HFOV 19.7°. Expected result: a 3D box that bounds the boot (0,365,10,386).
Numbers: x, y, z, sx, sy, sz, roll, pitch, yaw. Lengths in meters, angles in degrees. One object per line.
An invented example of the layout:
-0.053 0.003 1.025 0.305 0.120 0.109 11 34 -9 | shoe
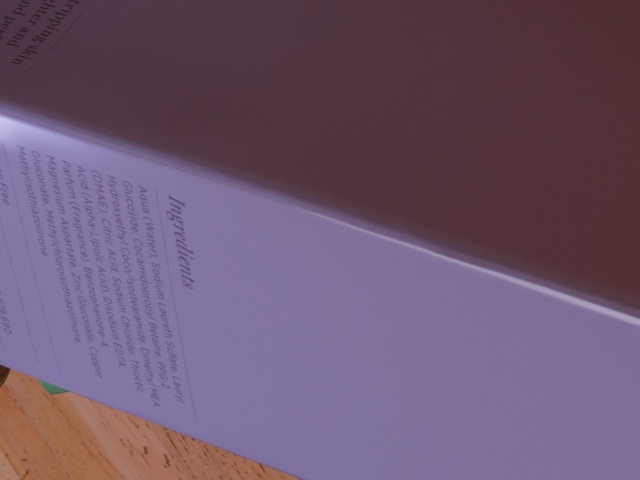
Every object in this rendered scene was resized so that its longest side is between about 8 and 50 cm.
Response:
-0.244 -0.031 0.985 0.262 0.095 0.203 45 141 -5 | boot

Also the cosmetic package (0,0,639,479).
0.039 -0.028 0.671 0.385 0.217 0.156 21 140 22 | cosmetic package

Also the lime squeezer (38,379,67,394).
-0.049 0.084 0.985 0.310 0.059 0.110 10 135 29 | lime squeezer
